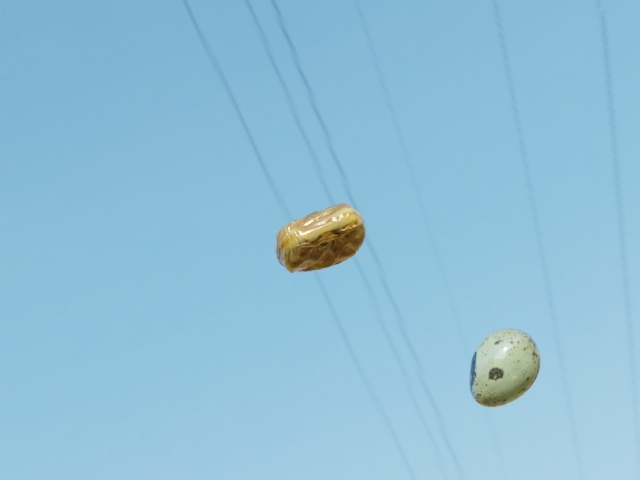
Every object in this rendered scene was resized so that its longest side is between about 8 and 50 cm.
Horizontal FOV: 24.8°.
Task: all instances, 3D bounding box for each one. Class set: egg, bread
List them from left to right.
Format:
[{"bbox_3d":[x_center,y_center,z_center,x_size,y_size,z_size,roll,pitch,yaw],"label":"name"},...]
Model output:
[{"bbox_3d":[0.000,0.000,1.683,0.110,0.044,0.083,-20,-33,-14],"label":"bread"},{"bbox_3d":[0.231,0.162,1.848,0.110,0.085,0.085,-50,-32,-10],"label":"egg"}]
